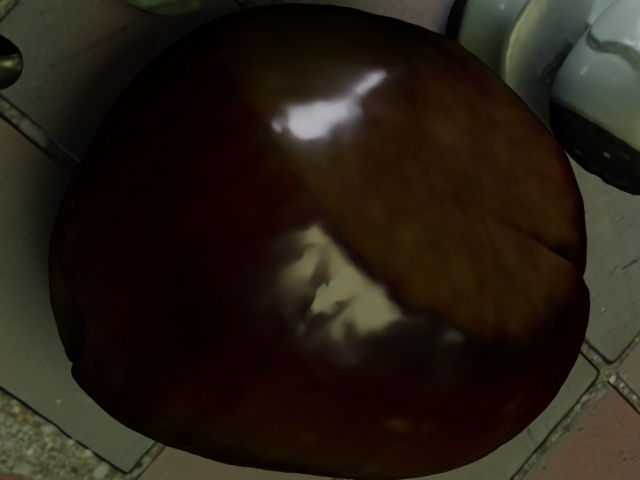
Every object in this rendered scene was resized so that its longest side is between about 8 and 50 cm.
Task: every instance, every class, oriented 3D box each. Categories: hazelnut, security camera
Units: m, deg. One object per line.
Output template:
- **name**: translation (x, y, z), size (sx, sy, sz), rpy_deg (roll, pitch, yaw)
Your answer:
- **hazelnut**: translation (0.000, 0.000, 1.227), size (0.429, 0.402, 0.402), rpy_deg (3, 110, -33)
- **security camera**: translation (0.253, -0.148, 1.343), size (0.197, 0.277, 0.191), rpy_deg (35, 91, -38)

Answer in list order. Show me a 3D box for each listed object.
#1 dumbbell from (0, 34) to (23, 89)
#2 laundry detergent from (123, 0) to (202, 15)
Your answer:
- **dumbbell**: translation (-0.278, -0.210, 1.058), size (0.192, 0.192, 0.290), rpy_deg (11, 106, -34)
- **laundry detergent**: translation (-0.140, -0.300, 1.153), size (0.143, 0.094, 0.289), rpy_deg (-28, 125, -32)
